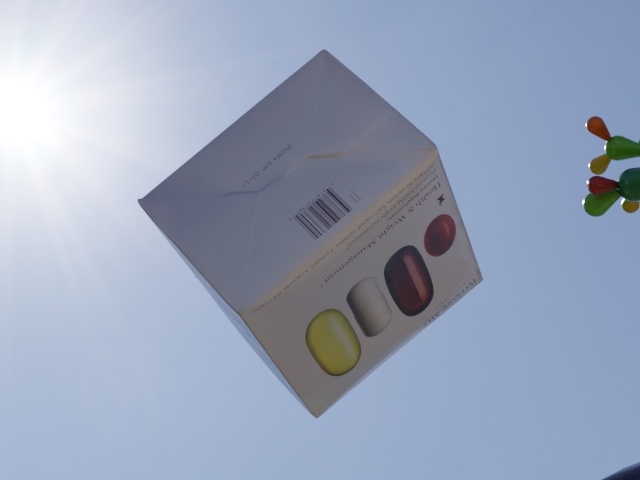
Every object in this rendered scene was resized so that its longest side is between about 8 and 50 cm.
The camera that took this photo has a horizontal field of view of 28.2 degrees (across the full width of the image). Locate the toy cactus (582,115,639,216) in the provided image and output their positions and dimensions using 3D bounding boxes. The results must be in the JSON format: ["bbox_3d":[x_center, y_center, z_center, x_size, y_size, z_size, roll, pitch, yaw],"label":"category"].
[{"bbox_3d":[0.379,-0.103,1.381,0.219,0.180,0.112,-30,-77,4],"label":"toy cactus"}]

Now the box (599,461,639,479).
[{"bbox_3d":[0.093,0.350,0.379,0.471,0.480,0.297,-31,-26,24],"label":"box"}]

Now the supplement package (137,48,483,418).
[{"bbox_3d":[0.000,0.000,1.031,0.194,0.149,0.203,-40,-33,-7],"label":"supplement package"}]
